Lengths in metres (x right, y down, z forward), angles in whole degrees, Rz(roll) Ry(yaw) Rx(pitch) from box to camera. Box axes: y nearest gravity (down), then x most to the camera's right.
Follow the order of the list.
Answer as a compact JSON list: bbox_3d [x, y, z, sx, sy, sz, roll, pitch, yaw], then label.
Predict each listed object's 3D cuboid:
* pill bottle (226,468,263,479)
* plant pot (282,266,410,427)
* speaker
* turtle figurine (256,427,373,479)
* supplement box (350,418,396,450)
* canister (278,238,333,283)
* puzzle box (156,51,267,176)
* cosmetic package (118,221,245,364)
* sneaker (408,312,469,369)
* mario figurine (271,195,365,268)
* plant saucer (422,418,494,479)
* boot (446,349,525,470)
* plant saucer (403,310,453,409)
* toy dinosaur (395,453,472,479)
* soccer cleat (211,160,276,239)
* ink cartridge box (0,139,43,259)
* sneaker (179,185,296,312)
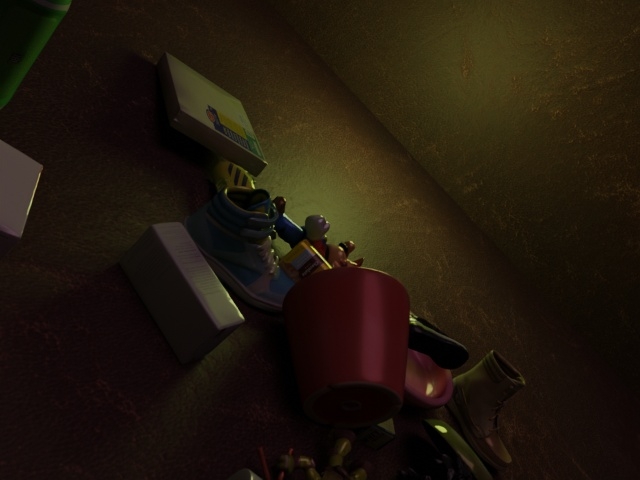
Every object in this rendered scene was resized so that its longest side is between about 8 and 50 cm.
[{"bbox_3d":[-0.018,0.465,0.878,0.323,0.181,0.181,43,25,-10],"label":"pill bottle"},{"bbox_3d":[0.058,0.229,1.286,0.275,0.275,0.243,30,40,-32],"label":"plant pot"},{"bbox_3d":[-0.550,-0.355,1.096,0.131,0.296,0.131,36,27,-22],"label":"speaker"},{"bbox_3d":[0.016,0.419,1.111,0.269,0.087,0.217,48,25,2],"label":"turtle figurine"},{"bbox_3d":[0.107,0.384,1.344,0.083,0.056,0.083,34,28,-26],"label":"supplement box"},{"bbox_3d":[-0.021,0.096,1.483,0.170,0.126,0.073,48,6,6],"label":"canister"},{"bbox_3d":[-0.301,-0.347,1.702,0.272,0.052,0.409,30,21,-34],"label":"puzzle box"},{"bbox_3d":[-0.251,0.090,1.136,0.231,0.117,0.085,54,27,13],"label":"cosmetic package"},{"bbox_3d":[0.286,0.243,1.605,0.234,0.084,0.097,33,27,-27],"label":"sneaker"},{"bbox_3d":[0.000,0.000,1.610,0.320,0.170,0.198,41,24,-10],"label":"mario figurine"},{"bbox_3d":[0.315,0.486,1.395,0.241,0.037,0.241,52,-9,12],"label":"plant saucer"},{"bbox_3d":[0.459,0.440,1.644,0.095,0.203,0.262,9,43,-53],"label":"boot"},{"bbox_3d":[0.194,0.286,1.596,0.332,0.084,0.332,36,26,-21],"label":"plant saucer"},{"bbox_3d":[0.220,0.555,1.225,0.322,0.164,0.218,51,33,-38],"label":"toy dinosaur"},{"bbox_3d":[-0.206,-0.089,1.503,0.121,0.093,0.289,1,48,-42],"label":"soccer cleat"},{"bbox_3d":[-0.468,-0.010,0.816,0.092,0.218,0.159,36,27,-34],"label":"ink cartridge box"},{"bbox_3d":[-0.125,0.013,1.340,0.319,0.208,0.127,37,26,-24],"label":"sneaker"}]
